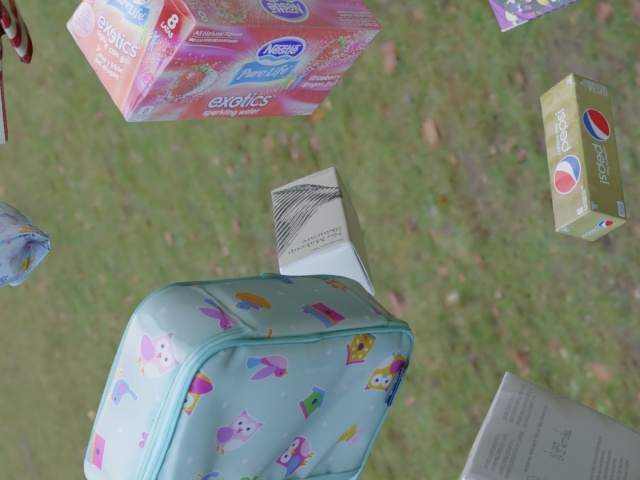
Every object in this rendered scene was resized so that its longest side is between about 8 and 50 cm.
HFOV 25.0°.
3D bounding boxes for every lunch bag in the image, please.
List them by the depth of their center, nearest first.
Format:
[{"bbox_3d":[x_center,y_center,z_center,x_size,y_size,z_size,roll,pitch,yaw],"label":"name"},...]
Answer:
[{"bbox_3d":[-0.262,0.004,1.135,0.071,0.083,0.053,35,138,40],"label":"lunch bag"},{"bbox_3d":[-0.054,0.145,1.234,0.108,0.279,0.224,37,116,39],"label":"lunch bag"}]

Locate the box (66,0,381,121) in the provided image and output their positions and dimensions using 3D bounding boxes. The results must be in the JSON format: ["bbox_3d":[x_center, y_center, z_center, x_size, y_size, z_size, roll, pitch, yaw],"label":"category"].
[{"bbox_3d":[-0.099,-0.233,1.574,0.154,0.300,0.142,-48,65,33],"label":"box"}]

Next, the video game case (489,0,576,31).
[{"bbox_3d":[0.240,-0.375,1.650,0.210,0.042,0.232,-14,102,56],"label":"video game case"}]

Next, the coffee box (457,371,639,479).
[{"bbox_3d":[0.297,0.423,1.771,0.338,0.337,0.334,24,111,9],"label":"coffee box"}]

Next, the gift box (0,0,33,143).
[{"bbox_3d":[-0.412,-0.207,1.290,0.255,0.258,0.276,61,158,29],"label":"gift box"}]

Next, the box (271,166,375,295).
[{"bbox_3d":[0.000,0.000,2.059,0.275,0.113,0.094,-102,-11,-65],"label":"box"}]

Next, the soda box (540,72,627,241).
[{"bbox_3d":[0.300,-0.096,1.655,0.061,0.058,0.181,-36,48,49],"label":"soda box"}]
